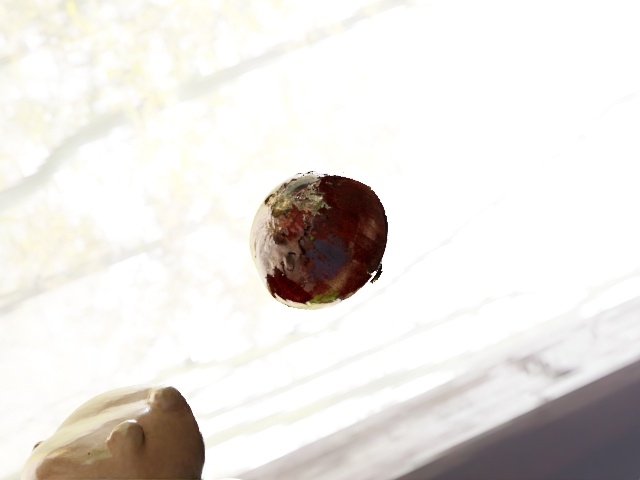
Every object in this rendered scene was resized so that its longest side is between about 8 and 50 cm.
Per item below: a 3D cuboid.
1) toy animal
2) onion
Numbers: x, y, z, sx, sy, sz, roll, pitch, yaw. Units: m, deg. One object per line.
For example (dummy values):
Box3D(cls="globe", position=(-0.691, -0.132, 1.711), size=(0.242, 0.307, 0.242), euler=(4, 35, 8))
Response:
Box3D(cls="toy animal", position=(-0.167, 0.250, 1.531), size=(0.221, 0.210, 0.229), euler=(44, -61, 1))
Box3D(cls="onion", position=(0.000, 0.000, 1.507), size=(0.131, 0.131, 0.131), euler=(54, -22, 35))
